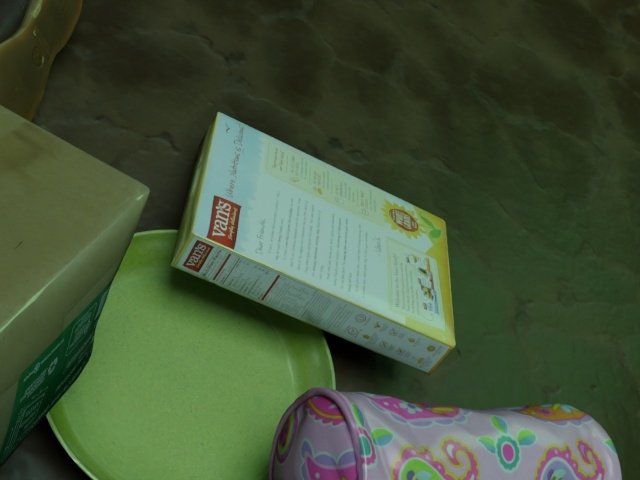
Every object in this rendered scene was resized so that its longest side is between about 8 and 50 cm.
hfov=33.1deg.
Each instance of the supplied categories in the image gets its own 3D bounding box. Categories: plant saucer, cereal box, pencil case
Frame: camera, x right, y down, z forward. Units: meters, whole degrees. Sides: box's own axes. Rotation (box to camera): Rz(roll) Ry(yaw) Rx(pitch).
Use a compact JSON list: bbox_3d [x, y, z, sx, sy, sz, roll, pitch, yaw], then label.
[{"bbox_3d":[-0.104,0.104,0.841,0.240,0.037,0.241,13,56,-19],"label":"plant saucer"},{"bbox_3d":[0.000,0.000,0.918,0.240,0.047,0.173,24,37,-15],"label":"cereal box"},{"bbox_3d":[0.097,0.178,0.822,0.284,0.124,0.124,8,57,-35],"label":"pencil case"}]

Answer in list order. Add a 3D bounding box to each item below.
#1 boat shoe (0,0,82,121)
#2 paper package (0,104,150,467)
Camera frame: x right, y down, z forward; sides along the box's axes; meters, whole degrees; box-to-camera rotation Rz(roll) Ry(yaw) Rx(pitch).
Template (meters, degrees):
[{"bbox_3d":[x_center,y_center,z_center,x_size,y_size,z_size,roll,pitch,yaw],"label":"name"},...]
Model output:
[{"bbox_3d":[-0.267,-0.153,0.903,0.073,0.073,0.207,1,48,18],"label":"boat shoe"},{"bbox_3d":[-0.309,0.031,0.619,0.309,0.168,0.325,29,32,2],"label":"paper package"}]
